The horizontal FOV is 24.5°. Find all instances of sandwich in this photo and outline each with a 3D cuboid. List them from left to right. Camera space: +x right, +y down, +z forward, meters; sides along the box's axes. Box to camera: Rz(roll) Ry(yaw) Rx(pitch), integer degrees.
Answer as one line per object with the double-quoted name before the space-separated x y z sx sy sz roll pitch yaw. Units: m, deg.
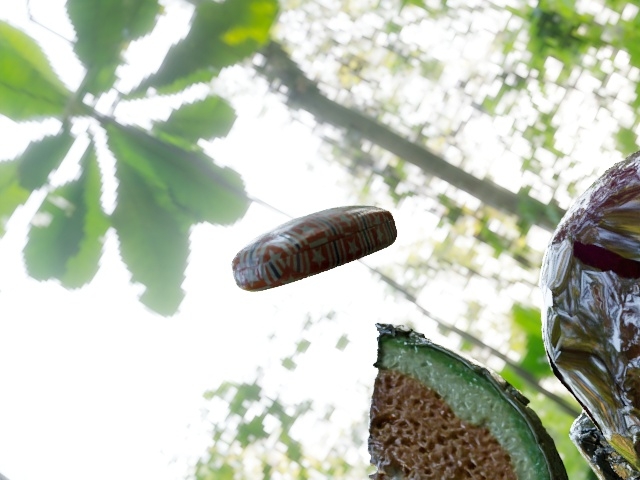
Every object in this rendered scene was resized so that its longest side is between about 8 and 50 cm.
"sandwich" 0.165 0.240 1.722 0.109 0.292 0.212 26 -94 -57

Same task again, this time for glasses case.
"glasses case" 0.000 0.000 1.241 0.194 0.073 0.049 -19 -87 -57

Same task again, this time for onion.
"onion" 0.390 0.054 1.352 0.385 0.348 0.347 -32 -34 -57

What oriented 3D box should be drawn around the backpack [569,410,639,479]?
"backpack" 0.465 0.297 2.045 0.133 0.206 0.258 -37 12 -29
